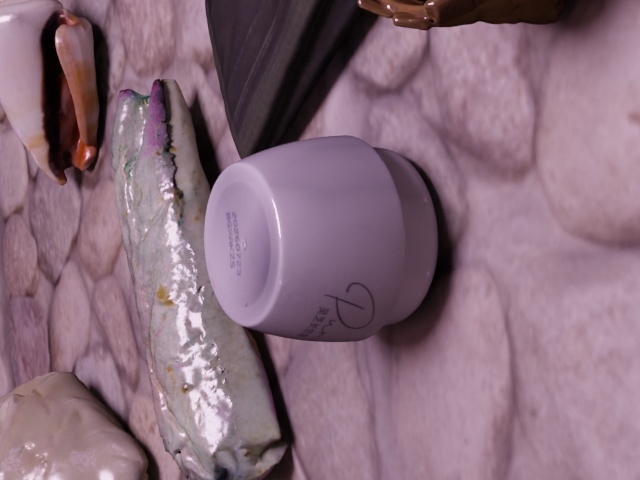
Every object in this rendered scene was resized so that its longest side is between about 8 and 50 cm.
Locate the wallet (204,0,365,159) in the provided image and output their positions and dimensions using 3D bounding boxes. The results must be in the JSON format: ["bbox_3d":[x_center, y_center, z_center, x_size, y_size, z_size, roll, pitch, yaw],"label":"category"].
[{"bbox_3d":[-0.024,-0.175,0.896,0.245,0.052,0.168,-57,43,48],"label":"wallet"}]

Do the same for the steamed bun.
[{"bbox_3d":[-0.242,0.225,1.197,0.218,0.144,0.211,46,131,48],"label":"steamed bun"}]

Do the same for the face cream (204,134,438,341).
[{"bbox_3d":[0.000,0.000,0.811,0.117,0.104,0.117,11,103,57],"label":"face cream"}]

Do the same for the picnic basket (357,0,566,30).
[{"bbox_3d":[0.041,-0.168,0.655,0.128,0.178,0.138,49,133,45],"label":"picnic basket"}]

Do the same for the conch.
[{"bbox_3d":[-0.231,-0.134,1.201,0.094,0.104,0.176,-15,-82,-81],"label":"conch"}]

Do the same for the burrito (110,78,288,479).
[{"bbox_3d":[-0.094,0.033,1.011,0.096,0.066,0.309,-38,61,48],"label":"burrito"}]
